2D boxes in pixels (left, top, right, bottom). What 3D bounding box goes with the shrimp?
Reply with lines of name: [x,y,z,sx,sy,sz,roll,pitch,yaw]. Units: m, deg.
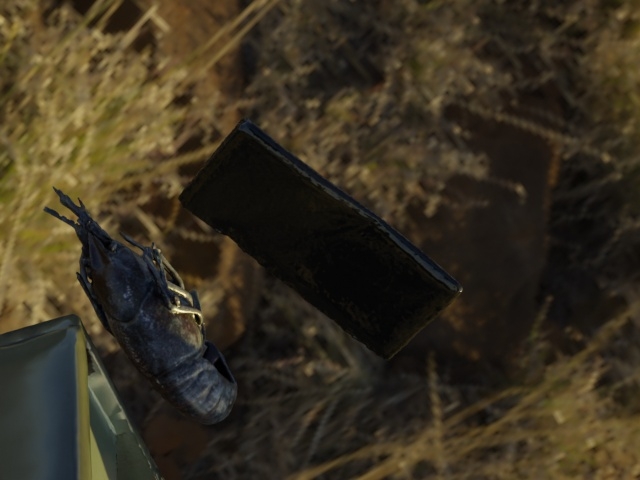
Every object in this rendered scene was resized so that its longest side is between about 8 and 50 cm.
shrimp: [-0.101,0.035,0.949,0.165,0.057,0.065,61,14,-4]

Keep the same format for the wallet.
wallet: [0.000,0.000,1.466,0.244,0.124,0.025,38,42,-7]

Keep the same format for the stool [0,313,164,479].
stool: [-0.150,0.223,0.821,0.243,0.170,0.269,-101,172,-49]
